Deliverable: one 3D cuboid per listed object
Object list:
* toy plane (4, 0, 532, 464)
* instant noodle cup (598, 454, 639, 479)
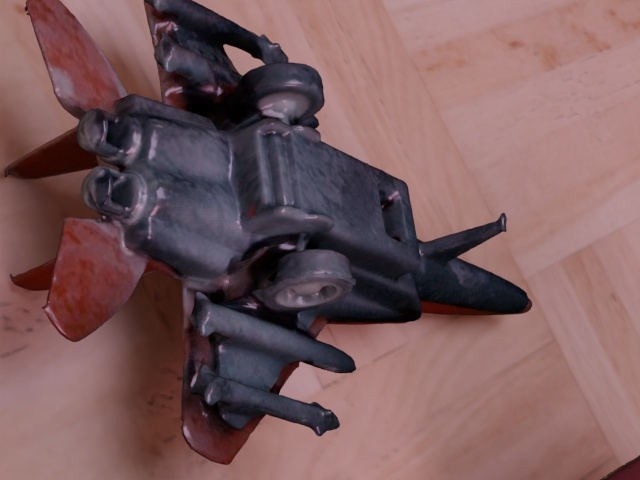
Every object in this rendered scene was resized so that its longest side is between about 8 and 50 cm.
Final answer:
[{"bbox_3d":[0.005,-0.003,0.723,0.326,0.104,0.223,12,60,-39],"label":"toy plane"},{"bbox_3d":[0.198,0.172,0.736,0.235,0.235,0.178,-19,72,-46],"label":"instant noodle cup"}]
